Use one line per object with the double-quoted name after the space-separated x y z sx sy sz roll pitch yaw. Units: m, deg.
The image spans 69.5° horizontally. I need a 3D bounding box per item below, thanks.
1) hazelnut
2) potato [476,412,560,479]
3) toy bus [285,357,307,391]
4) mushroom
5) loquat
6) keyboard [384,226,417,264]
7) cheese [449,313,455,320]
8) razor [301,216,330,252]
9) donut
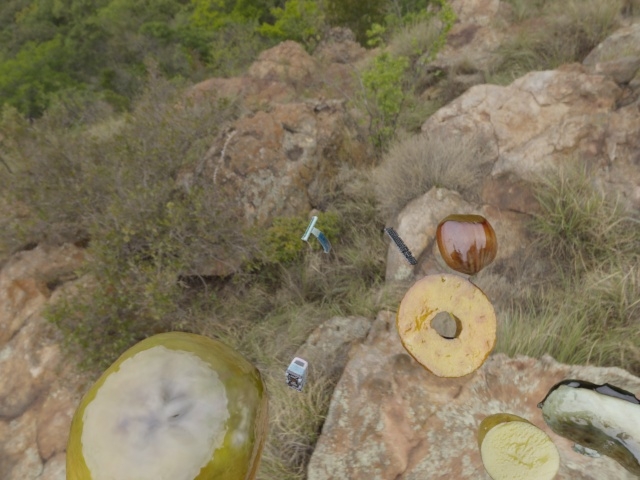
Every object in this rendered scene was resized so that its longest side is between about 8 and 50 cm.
0.474 0.008 1.533 0.210 0.210 0.186 -48 39 -2 "hazelnut"
0.487 0.525 1.208 0.203 0.158 0.178 14 96 -6 "potato"
-0.075 0.445 1.535 0.060 0.123 0.075 21 54 15 "toy bus"
0.784 0.526 1.268 0.344 0.130 0.248 31 119 29 "mushroom"
-0.201 0.261 0.611 0.275 0.284 0.276 5 53 -6 "loquat"
0.335 0.022 1.920 0.018 0.060 0.196 -49 63 33 "keyboard"
0.572 0.314 1.720 0.126 0.171 0.093 -31 19 -32 "cheese"
0.003 0.001 1.249 0.037 0.191 0.068 22 78 22 "razor"
0.353 0.241 1.343 0.302 0.110 0.303 1 84 -8 "donut"
